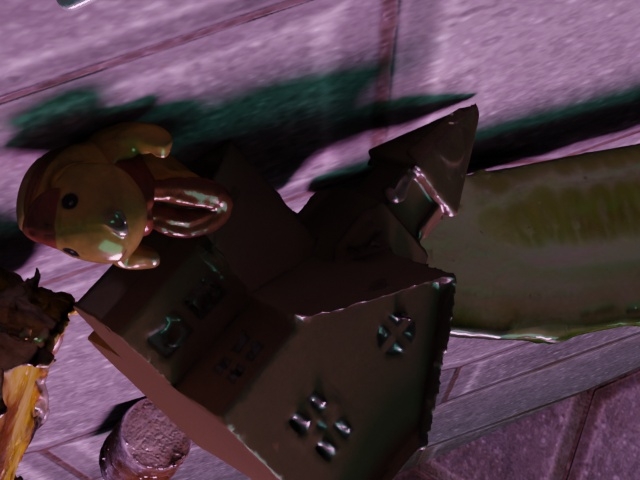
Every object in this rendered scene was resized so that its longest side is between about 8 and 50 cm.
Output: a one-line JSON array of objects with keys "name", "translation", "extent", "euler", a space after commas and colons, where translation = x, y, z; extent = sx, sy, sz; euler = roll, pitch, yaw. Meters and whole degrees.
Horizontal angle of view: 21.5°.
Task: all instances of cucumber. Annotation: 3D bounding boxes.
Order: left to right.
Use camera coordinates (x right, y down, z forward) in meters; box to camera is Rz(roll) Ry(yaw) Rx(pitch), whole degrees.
[{"name": "cucumber", "translation": [0.143, 0.001, 1.123], "extent": [0.325, 0.145, 0.105], "euler": [-9, 171, -21]}]

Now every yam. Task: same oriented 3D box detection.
[{"name": "yam", "translation": [-0.166, 0.200, 1.612], "extent": [0.079, 0.079, 0.141], "euler": [-15, 165, -22]}]

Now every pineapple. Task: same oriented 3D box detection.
[{"name": "pineapple", "translation": [-0.227, 0.071, 0.916], "extent": [0.158, 0.161, 0.334], "euler": [-62, 177, 4]}]

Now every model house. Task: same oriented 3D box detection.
[{"name": "model house", "translation": [0.000, 0.000, 0.949], "extent": [0.248, 0.176, 0.181], "euler": [-50, -147, -14]}]

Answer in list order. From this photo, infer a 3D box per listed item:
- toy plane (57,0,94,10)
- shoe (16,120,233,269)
[{"name": "toy plane", "translation": [-0.013, -0.133, 0.454], "extent": [0.174, 0.080, 0.174], "euler": [-21, 166, -5]}, {"name": "shoe", "translation": [-0.094, -0.023, 0.818], "extent": [0.069, 0.072, 0.109], "euler": [17, 180, 28]}]
